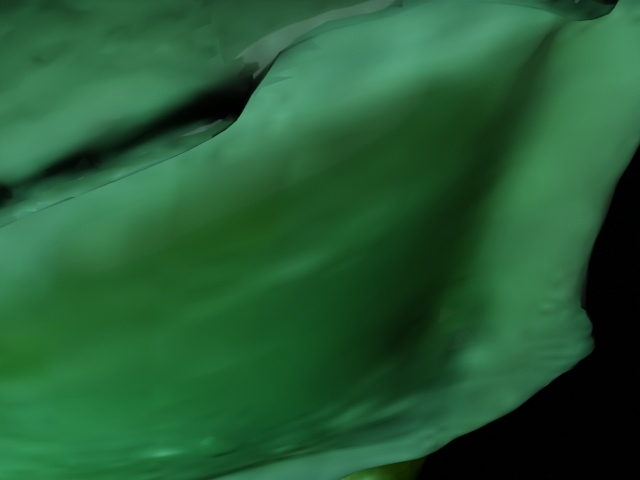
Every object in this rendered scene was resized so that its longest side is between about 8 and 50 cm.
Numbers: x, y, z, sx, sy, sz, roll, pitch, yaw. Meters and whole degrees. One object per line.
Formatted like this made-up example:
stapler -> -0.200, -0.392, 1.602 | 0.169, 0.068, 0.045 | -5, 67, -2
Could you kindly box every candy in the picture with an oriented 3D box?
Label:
candy -> -0.085, -0.005, 0.629 | 0.427, 0.186, 0.386 | -22, 157, -4

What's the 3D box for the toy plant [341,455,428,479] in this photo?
toy plant -> 0.000, 0.000, 0.886 | 0.224, 0.184, 0.316 | -4, 128, -24
